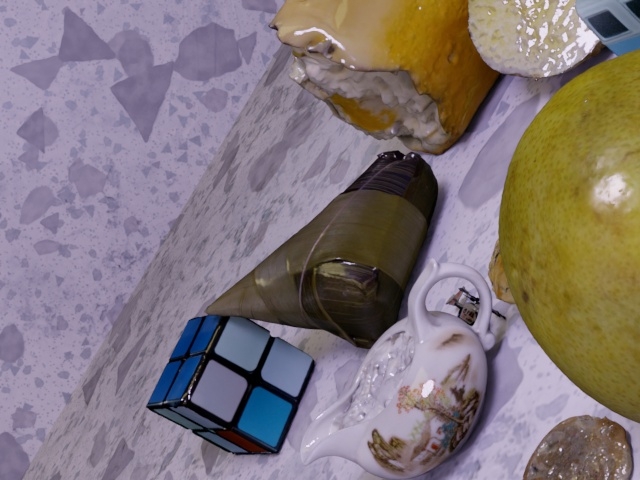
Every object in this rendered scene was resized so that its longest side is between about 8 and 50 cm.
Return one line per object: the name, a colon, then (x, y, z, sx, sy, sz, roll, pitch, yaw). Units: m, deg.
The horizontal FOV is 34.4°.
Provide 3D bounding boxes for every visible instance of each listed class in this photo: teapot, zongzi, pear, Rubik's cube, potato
teapot: (0.104, 0.162, 1.193, 0.298, 0.139, 0.204, -56, 16, 5)
zongzi: (0.000, 0.000, 1.536, 0.317, 0.154, 0.289, 2, 50, 30)
pear: (0.277, -0.001, 0.802, 0.304, 0.304, 0.304, -48, 21, 25)
Rubik's cube: (-0.141, 0.227, 1.630, 0.183, 0.180, 0.167, -18, 43, 60)
potato: (0.331, -0.356, 1.401, 0.239, 0.116, 0.299, 10, 93, 37)

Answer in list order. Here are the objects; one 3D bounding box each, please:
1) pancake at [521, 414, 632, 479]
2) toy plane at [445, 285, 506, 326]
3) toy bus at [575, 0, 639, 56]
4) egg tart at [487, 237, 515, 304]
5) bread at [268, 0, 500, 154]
pancake: (0.231, 0.224, 0.956, 0.139, 0.022, 0.139, -48, 22, 27)
toy plane: (0.184, 0.089, 1.274, 0.049, 0.031, 0.120, -52, 21, 0)
toy bus: (0.406, -0.276, 1.089, 0.133, 0.164, 0.271, -62, 20, -14)
egg tart: (0.276, -0.028, 1.140, 0.232, 0.098, 0.252, -54, 14, 30)
bread: (0.158, -0.350, 1.570, 0.250, 0.361, 0.394, 32, 88, 45)
